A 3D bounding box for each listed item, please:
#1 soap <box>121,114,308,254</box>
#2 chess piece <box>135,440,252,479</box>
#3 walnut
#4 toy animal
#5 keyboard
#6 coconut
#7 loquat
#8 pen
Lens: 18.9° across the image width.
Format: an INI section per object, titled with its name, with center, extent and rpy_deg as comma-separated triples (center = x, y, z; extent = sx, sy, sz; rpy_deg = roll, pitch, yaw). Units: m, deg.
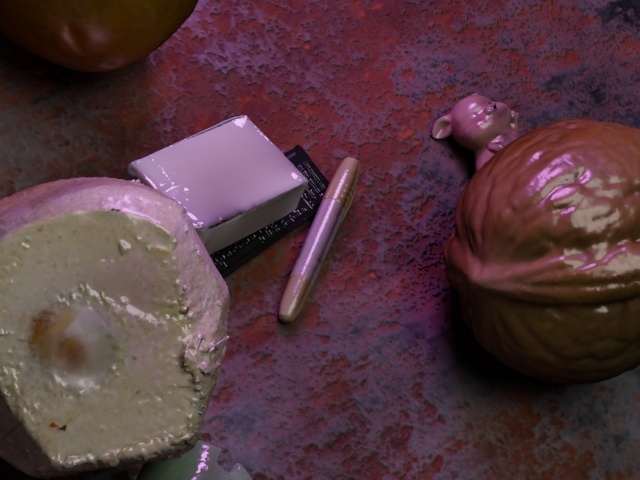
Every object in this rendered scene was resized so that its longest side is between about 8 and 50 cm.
[soap]
center = -0.117, -0.058, 2.118
extent = 0.183, 0.063, 0.121
rpy_deg = -27, 66, -40
[chess piece]
center = -0.157, 0.333, 1.821
extent = 0.195, 0.194, 0.299
rpy_deg = 36, 42, -12
[walnut]
center = 0.295, 0.014, 2.234
extent = 0.333, 0.333, 0.332
rpy_deg = 16, 57, -26
[toy animal]
center = 0.207, -0.119, 2.388
extent = 0.083, 0.089, 0.150
rpy_deg = -3, 61, -58
[keyboard]
center = -0.079, -0.030, 2.178
extent = 0.250, 0.017, 0.087
rpy_deg = -35, 87, -41
[coconut]
center = -0.227, 0.079, 1.843
extent = 0.297, 0.254, 0.297
rpy_deg = 0, 90, -7
[loquat]
center = -0.237, -0.321, 2.063
extent = 0.276, 0.284, 0.276
rpy_deg = 14, 54, -21
[pen]
center = 0.000, 0.000, 2.198
extent = 0.233, 0.032, 0.040
rpy_deg = -67, 151, -31
